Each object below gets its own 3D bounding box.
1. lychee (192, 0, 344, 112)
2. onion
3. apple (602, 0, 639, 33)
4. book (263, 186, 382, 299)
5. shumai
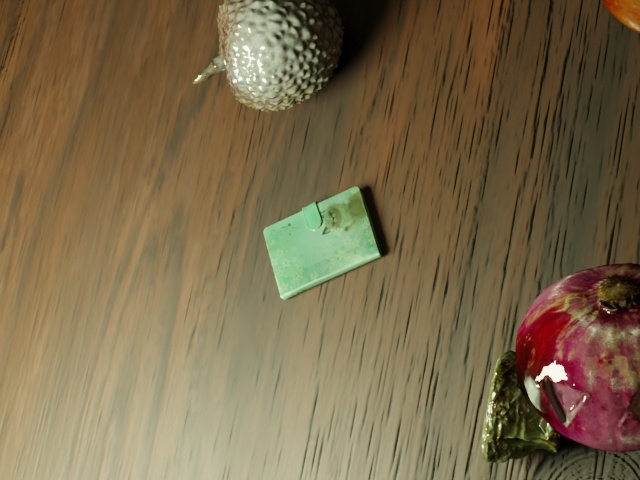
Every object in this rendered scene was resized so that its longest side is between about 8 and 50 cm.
[{"bbox_3d":[-0.066,-0.240,1.911,0.197,0.165,0.165,-12,63,-6],"label":"lychee"},{"bbox_3d":[0.288,0.120,1.569,0.200,0.200,0.207,-27,60,15],"label":"onion"},{"bbox_3d":[0.411,-0.370,1.661,0.288,0.288,0.317,-7,78,24],"label":"apple"},{"bbox_3d":[0.000,0.000,1.871,0.135,0.017,0.103,-24,62,16],"label":"book"},{"bbox_3d":[0.222,0.181,1.654,0.087,0.099,0.124,9,76,12],"label":"shumai"}]
